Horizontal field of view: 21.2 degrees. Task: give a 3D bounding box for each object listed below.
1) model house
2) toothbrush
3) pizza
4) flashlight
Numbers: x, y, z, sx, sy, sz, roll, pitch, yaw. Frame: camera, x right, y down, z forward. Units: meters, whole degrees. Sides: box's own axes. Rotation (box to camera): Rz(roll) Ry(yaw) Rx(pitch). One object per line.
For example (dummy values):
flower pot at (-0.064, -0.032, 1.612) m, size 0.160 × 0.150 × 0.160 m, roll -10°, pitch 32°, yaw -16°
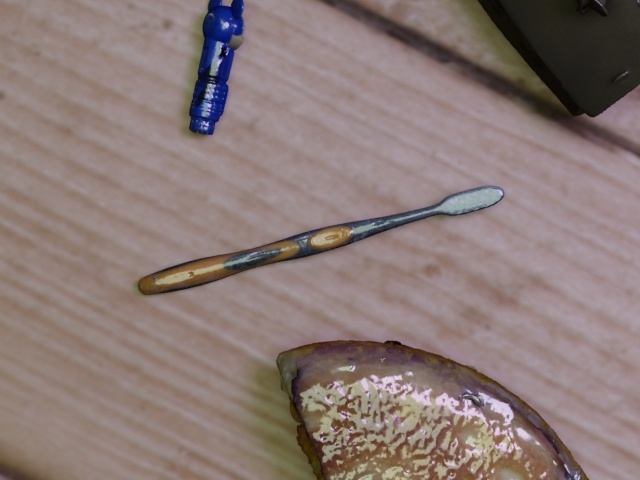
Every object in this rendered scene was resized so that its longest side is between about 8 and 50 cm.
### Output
model house at (0.235, -0.235, 1.353) m, size 0.204 × 0.243 × 0.211 m, roll -35°, pitch 86°, yaw 0°
toothbrush at (0.000, 0.000, 1.451) m, size 0.321 × 0.031 × 0.023 m, roll -14°, pitch 85°, yaw 0°
pizza at (0.093, 0.178, 1.410) m, size 0.305 × 0.085 × 0.161 m, roll 31°, pitch 88°, yaw -2°
flashlight at (-0.087, -0.150, 1.461) m, size 0.035 × 0.057 × 0.121 m, roll 9°, pitch 93°, yaw -36°
